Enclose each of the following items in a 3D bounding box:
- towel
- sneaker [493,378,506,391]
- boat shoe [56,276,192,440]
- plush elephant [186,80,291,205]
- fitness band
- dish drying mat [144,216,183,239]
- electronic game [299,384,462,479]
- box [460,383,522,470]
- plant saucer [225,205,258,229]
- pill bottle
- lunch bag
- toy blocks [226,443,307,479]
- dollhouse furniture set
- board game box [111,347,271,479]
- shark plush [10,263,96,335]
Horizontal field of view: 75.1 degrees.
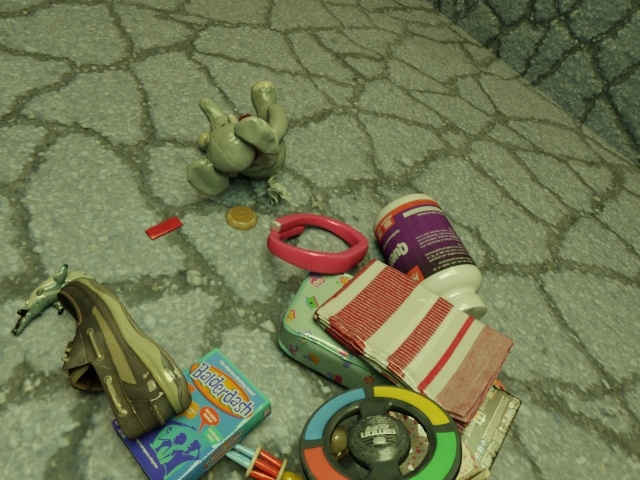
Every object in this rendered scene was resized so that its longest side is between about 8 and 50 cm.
[{"bbox_3d":[0.179,0.170,0.800,0.329,0.037,0.237,32,45,24],"label":"towel"},{"bbox_3d":[0.345,0.304,0.877,0.081,0.094,0.208,-3,51,-19],"label":"sneaker"},{"bbox_3d":[-0.369,0.186,0.705,0.355,0.132,0.130,30,50,30],"label":"boat shoe"},{"bbox_3d":[-0.210,-0.247,1.046,0.330,0.272,0.255,62,14,14],"label":"plush elephant"},{"bbox_3d":[0.000,0.000,0.989,0.209,0.054,0.291,23,20,19],"label":"fitness band"},{"bbox_3d":[-0.373,-0.030,0.995,0.032,0.008,0.083,43,51,18],"label":"dish drying mat"},{"bbox_3d":[0.083,0.286,0.598,0.229,0.048,0.229,-6,19,2],"label":"electronic game"},{"bbox_3d":[0.252,0.336,0.792,0.184,0.045,0.190,25,63,29],"label":"box"},{"bbox_3d":[-0.202,-0.063,1.071,0.083,0.015,0.083,9,48,-10],"label":"plant saucer"},{"bbox_3d":[0.262,0.053,1.006,0.182,0.181,0.323,-5,52,-21],"label":"pill bottle"},{"bbox_3d":[0.069,0.184,0.884,0.279,0.108,0.224,26,44,4],"label":"lunch bag"},{"bbox_3d":[-0.100,0.408,0.677,0.148,0.054,0.123,23,50,5],"label":"toy blocks"},{"bbox_3d":[0.167,0.367,0.639,0.356,0.174,0.303,-28,55,-14],"label":"dollhouse furniture set"},{"bbox_3d":[-0.214,0.302,0.712,0.160,0.047,0.210,32,46,30],"label":"board game box"},{"bbox_3d":[-0.515,0.112,0.801,0.067,0.073,0.161,48,39,-17],"label":"shark plush"}]
